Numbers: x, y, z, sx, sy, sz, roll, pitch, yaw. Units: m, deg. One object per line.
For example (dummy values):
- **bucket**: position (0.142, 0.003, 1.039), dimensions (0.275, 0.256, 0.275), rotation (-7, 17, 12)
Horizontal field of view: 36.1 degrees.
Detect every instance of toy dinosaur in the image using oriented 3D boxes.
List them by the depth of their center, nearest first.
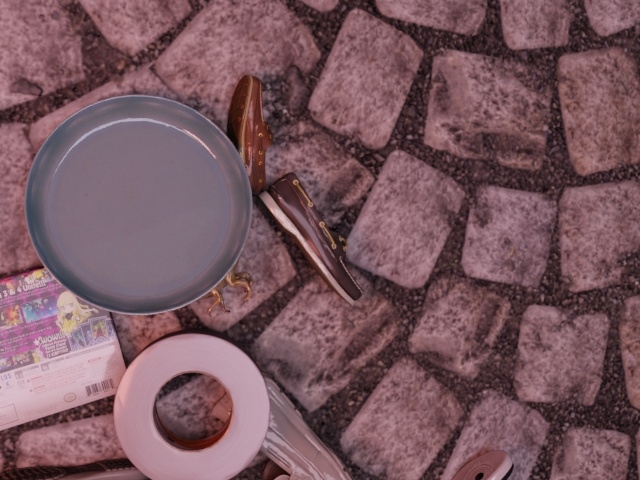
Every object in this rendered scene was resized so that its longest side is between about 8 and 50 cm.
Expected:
- **toy dinosaur**: position (-0.141, 0.050, 1.477), dimensions (0.092, 0.053, 0.183), rotation (43, 81, -15)

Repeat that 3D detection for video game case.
- **video game case**: position (-0.408, 0.148, 1.403), dimensions (0.232, 0.042, 0.210), rotation (-17, 99, -16)

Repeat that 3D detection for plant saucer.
- **plant saucer**: position (-0.257, -0.050, 1.403), dimensions (0.318, 0.044, 0.317), rotation (2, 80, -11)

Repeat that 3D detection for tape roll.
- **tape roll**: position (-0.181, 0.238, 1.402), dimensions (0.219, 0.072, 0.219), rotation (0, 92, -5)

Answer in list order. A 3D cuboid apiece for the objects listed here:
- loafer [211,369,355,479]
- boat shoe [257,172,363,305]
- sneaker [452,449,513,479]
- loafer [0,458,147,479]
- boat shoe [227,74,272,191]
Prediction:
- **loafer**: position (-0.039, 0.341, 1.510), dimensions (0.111, 0.112, 0.319), rotation (-40, 97, -6)
- **boat shoe**: position (0.000, 0.000, 1.503), dimensions (0.069, 0.081, 0.228), rotation (-40, 102, -7)
- **sneaker**: position (0.259, 0.456, 1.632), dimensions (0.217, 0.079, 0.121), rotation (-43, 109, -2)
- **loafer**: position (-0.369, 0.372, 1.407), dimensions (0.251, 0.094, 0.087), rotation (-2, 91, -18)
- **boat shoe**: position (-0.104, -0.157, 1.470), dimensions (0.060, 0.064, 0.178), rotation (1, 102, -26)
